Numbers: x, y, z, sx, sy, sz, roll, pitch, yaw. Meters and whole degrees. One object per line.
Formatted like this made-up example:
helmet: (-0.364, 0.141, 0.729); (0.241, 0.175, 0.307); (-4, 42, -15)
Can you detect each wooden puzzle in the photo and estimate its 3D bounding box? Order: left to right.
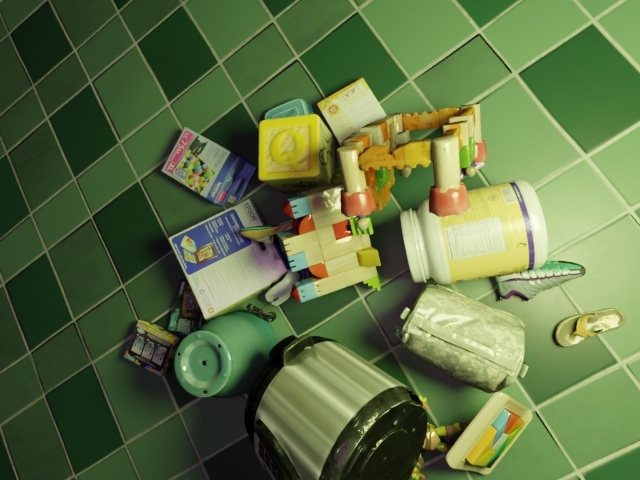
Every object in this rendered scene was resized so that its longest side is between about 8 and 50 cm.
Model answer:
wooden puzzle: (0.441, 0.502, 1.063); (0.221, 0.238, 0.044); (-53, 39, 1)

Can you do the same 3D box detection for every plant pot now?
plant pot: (-0.294, 0.352, 1.275); (0.271, 0.255, 0.272); (-2, 82, 16)

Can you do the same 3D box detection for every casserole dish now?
casserole dish: (-0.115, -0.417, 1.425); (0.188, 0.037, 0.114); (-18, 79, 13)

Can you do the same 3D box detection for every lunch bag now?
lunch bag: (0.364, 0.248, 1.093); (0.305, 0.256, 0.213); (24, 90, 18)

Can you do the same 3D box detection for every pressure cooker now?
pressure cooker: (0.014, 0.462, 1.094); (0.420, 0.375, 0.370); (24, 89, 44)

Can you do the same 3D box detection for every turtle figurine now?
turtle figurine: (0.305, 0.563, 1.163); (0.217, 0.087, 0.270); (4, 76, 9)

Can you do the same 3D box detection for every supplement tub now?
supplement tub: (0.398, -0.013, 1.122); (0.331, 0.241, 0.241); (-12, 80, 15)

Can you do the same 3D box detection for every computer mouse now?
computer mouse: (-0.138, 0.174, 1.339); (0.106, 0.042, 0.193); (40, 94, -25)

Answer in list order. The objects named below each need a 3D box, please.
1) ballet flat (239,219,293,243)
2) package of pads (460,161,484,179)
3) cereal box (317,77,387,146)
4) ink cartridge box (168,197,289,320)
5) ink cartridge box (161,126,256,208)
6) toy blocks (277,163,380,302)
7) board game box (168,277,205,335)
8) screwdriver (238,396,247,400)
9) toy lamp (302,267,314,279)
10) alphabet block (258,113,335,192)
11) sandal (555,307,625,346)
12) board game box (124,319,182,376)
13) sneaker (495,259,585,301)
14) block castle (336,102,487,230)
ballet flat: (-0.142, -0.023, 1.348); (0.232, 0.080, 0.073); (-11, 95, 0)
package of pads: (0.438, -0.222, 1.243); (0.083, 0.032, 0.050); (-32, 73, 10)
cereal box: (0.119, -0.376, 1.336); (0.173, 0.047, 0.240); (-28, 77, 2)
ink cartridge box: (-0.302, 0.058, 1.394); (0.307, 0.072, 0.304); (-27, 76, -10)
ink cartridge box: (-0.396, -0.252, 1.477); (0.311, 0.065, 0.186); (30, 93, 16)
toy blocks: (0.000, 0.000, 1.202); (0.260, 0.191, 0.382); (-18, 107, -10)
board game box: (-0.451, 0.234, 1.453); (0.126, 0.026, 0.186); (12, 87, 18)
screwdriver: (-0.202, 0.530, 1.355); (0.169, 0.025, 0.024); (12, 88, 26)
toy lamp: (-0.006, 0.009, 1.323); (0.080, 0.080, 0.275); (9, 87, 17)
alphabet block: (-0.068, -0.261, 1.309); (0.193, 0.197, 0.193); (-4, 82, 16)
sandal: (0.710, 0.226, 1.102); (0.180, 0.049, 0.072); (-23, 78, 13)
board game box: (-0.586, 0.374, 1.465); (0.170, 0.048, 0.141); (20, 88, 18)
sneaker: (0.598, 0.115, 1.148); (0.223, 0.083, 0.098); (-6, 105, 18)
block castle: (0.245, -0.192, 1.070); (0.303, 0.453, 0.213); (1, 117, 27)
